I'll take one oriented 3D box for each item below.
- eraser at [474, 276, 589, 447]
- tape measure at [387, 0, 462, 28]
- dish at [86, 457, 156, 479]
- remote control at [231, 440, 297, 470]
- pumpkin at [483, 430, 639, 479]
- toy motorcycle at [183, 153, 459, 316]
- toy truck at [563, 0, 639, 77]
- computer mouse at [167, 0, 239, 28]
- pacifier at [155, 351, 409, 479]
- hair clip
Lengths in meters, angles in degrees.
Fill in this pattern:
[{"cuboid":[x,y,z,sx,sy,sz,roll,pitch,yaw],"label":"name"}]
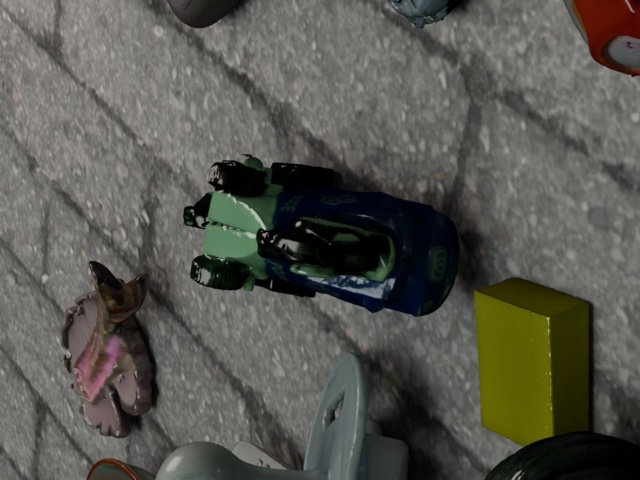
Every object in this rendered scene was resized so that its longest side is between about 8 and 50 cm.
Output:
[{"cuboid":[0.168,0.101,1.403,0.097,0.045,0.122,18,118,55],"label":"eraser"},{"cuboid":[0.078,-0.223,1.421,0.094,0.054,0.091,43,141,46],"label":"tape measure"},{"cuboid":[-0.179,0.364,2.021,0.260,0.085,0.260,32,128,52],"label":"dish"},{"cuboid":[-0.016,0.269,1.766,0.229,0.044,0.073,28,108,42],"label":"remote control"},{"cuboid":[0.194,0.262,1.279,0.250,0.216,0.249,-177,90,-88],"label":"pumpkin"},{"cuboid":[0.000,0.000,1.523,0.331,0.196,0.125,-164,84,-69],"label":"toy motorcycle"},{"cuboid":[0.203,-0.197,1.051,0.265,0.239,0.189,-26,78,59],"label":"toy truck"},{"cuboid":[-0.096,-0.291,1.673,0.232,0.057,0.120,-47,61,57],"label":"computer mouse"},{"cuboid":[-0.039,0.233,1.588,0.238,0.226,0.287,134,148,-66],"label":"pacifier"},{"cuboid":[-0.241,0.109,2.037,0.173,0.069,0.300,64,156,23],"label":"hair clip"}]
